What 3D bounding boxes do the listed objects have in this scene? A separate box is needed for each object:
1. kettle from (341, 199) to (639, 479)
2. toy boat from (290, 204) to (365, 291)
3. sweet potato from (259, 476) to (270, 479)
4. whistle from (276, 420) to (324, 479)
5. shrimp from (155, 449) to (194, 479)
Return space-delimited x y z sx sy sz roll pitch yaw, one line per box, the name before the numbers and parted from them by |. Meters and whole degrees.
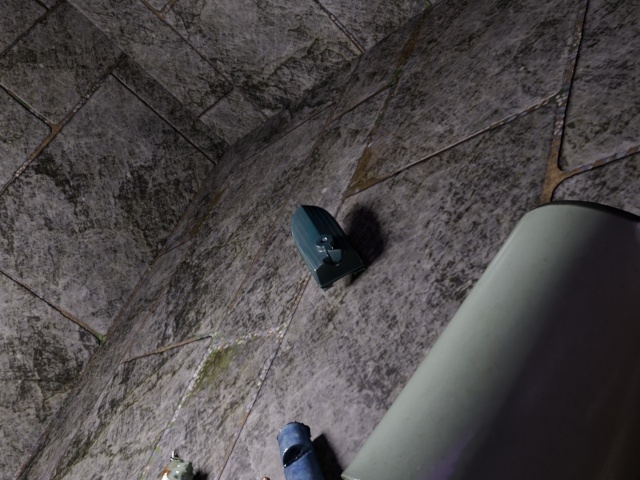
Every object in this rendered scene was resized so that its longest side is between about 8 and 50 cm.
kettle | 0.221 0.178 0.718 0.376 0.250 0.361 -54 -6 -18
toy boat | 0.002 0.003 1.470 0.114 0.122 0.296 -27 34 -4
sweet potato | -0.146 0.485 1.066 0.202 0.058 0.055 -51 -20 -15
whistle | -0.019 0.374 0.961 0.062 0.062 0.304 -47 16 3
shrimp | -0.274 0.534 1.195 0.185 0.068 0.287 -55 25 -11
